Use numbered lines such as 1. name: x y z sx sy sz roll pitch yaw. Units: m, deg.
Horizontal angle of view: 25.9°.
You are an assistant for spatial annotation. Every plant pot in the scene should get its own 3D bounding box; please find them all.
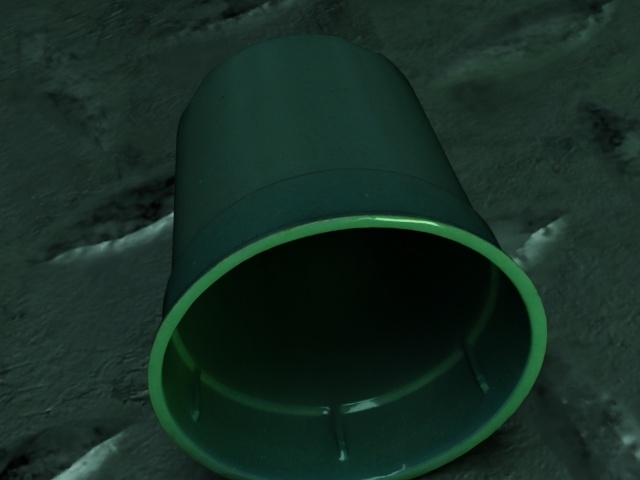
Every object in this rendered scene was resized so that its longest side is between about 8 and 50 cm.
1. plant pot: 0.000 0.000 1.296 0.341 0.341 0.334 -10 43 -3
